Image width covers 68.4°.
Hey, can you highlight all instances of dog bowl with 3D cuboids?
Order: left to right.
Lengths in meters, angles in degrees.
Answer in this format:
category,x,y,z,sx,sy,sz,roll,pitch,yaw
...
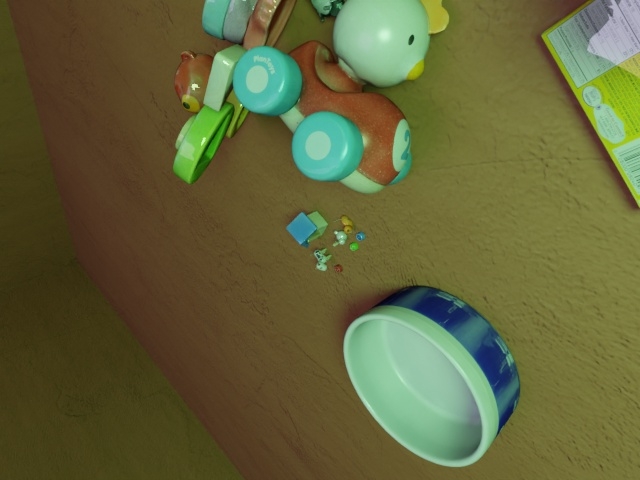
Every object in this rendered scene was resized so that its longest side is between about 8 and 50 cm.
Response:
category,x,y,z,sx,sy,sz,roll,pitch,yaw
dog bowl,0.166,0.209,0.744,0.265,0.104,0.264,29,133,37

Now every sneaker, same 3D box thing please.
category,x,y,z,sx,sy,sz,roll,pitch,yaw
sneaker,0.023,-0.325,0.619,0.098,0.038,0.069,-8,108,62

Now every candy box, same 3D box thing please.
category,x,y,z,sx,sy,sz,roll,pitch,yaw
candy box,0.297,-0.131,0.422,0.105,0.027,0.205,-29,90,52

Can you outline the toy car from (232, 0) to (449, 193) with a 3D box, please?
category,x,y,z,sx,sy,sz,roll,pitch,yaw
toy car,0.066,-0.200,0.557,0.238,0.219,0.210,-47,74,23

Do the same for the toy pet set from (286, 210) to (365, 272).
category,x,y,z,sx,sy,sz,roll,pitch,yaw
toy pet set,0.000,0.000,0.837,0.114,0.065,0.122,48,142,17

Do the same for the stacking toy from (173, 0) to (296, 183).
category,x,y,z,sx,sy,sz,roll,pitch,yaw
stacking toy,-0.163,-0.251,0.675,0.131,0.279,0.309,29,139,-8
